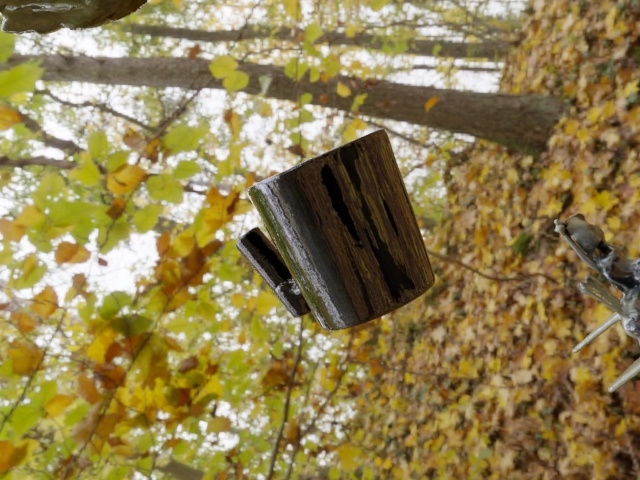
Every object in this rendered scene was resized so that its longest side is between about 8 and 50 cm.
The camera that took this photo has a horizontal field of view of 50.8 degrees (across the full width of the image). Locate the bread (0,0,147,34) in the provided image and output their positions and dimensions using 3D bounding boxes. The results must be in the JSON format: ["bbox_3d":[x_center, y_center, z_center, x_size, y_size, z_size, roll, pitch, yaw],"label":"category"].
[{"bbox_3d":[-0.122,-0.225,0.345,0.124,0.257,0.186,67,-163,14],"label":"bread"}]

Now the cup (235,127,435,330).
[{"bbox_3d":[0.015,-0.007,0.777,0.166,0.239,0.177,-27,-84,-23],"label":"cup"}]

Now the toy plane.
[{"bbox_3d":[0.273,0.042,0.527,0.262,0.192,0.088,-20,-26,-50],"label":"toy plane"}]
